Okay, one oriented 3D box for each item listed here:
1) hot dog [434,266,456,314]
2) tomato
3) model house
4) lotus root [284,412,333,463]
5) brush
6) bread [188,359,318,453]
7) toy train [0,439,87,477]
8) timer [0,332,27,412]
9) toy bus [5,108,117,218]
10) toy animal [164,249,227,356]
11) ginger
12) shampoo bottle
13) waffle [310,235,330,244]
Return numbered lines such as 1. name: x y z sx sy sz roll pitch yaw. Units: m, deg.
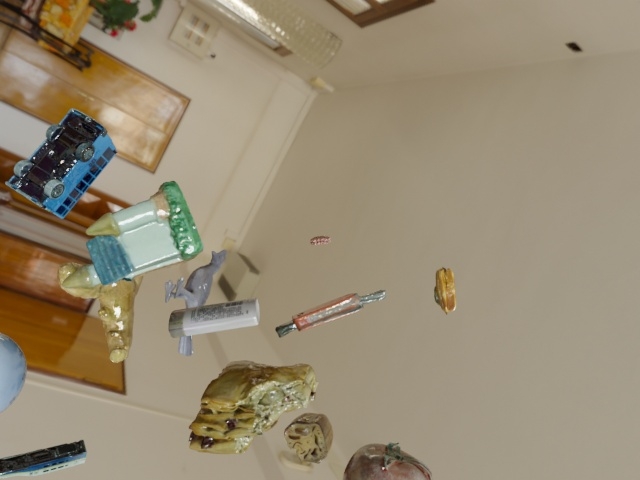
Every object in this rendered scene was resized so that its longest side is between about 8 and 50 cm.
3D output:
1. hot dog: 0.340 0.137 1.305 0.041 0.056 0.133 113 -25 -77
2. tomato: 0.230 0.840 1.621 0.316 0.316 0.283 9 -101 62
3. model house: -0.485 0.010 1.179 0.194 0.325 0.267 66 -23 -2
4. lotus root: -0.042 0.852 2.116 0.180 0.199 0.188 -33 117 -73
5. brush: 0.029 0.192 1.312 0.070 0.323 0.051 137 -65 -83
6. bread: -0.209 0.490 1.483 0.370 0.192 0.314 -12 -168 14
7. toy train: -0.748 0.586 1.256 0.052 0.234 0.051 39 -61 43
8. timer: -0.622 0.246 0.833 0.255 0.175 0.175 -27 -137 37
9. toy bus: -0.476 -0.143 0.896 0.185 0.090 0.106 -56 172 -14
10. toy animal: -0.400 0.171 1.484 0.081 0.206 0.367 12 -106 24
11. ginger: -0.606 0.143 1.451 0.363 0.122 0.348 -69 158 -59
12. shampoo bottle: -0.276 0.201 1.244 0.086 0.227 0.056 -101 -178 -59
13. waffle: 0.000 0.000 1.780 0.083 0.075 0.029 -157 -123 -75
